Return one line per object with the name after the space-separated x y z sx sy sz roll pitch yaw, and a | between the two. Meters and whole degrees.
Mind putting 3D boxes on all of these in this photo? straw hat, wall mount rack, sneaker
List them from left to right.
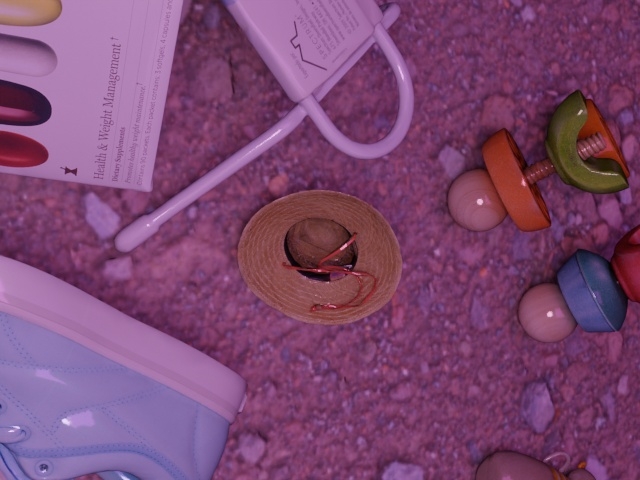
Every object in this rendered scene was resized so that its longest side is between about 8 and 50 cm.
-0.211 0.104 0.833 0.366 0.135 0.150 27 69 -30 | sneaker
-0.093 -0.172 0.945 0.304 0.130 0.350 -49 113 -31 | wall mount rack
0.000 0.000 1.029 0.144 0.144 0.061 42 27 -26 | straw hat

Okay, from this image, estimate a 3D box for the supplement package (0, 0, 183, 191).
-0.191 -0.158 0.761 0.203 0.194 0.149 7 47 -10 | supplement package

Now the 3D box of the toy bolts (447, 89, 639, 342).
0.235 -0.016 1.189 0.229 0.158 0.218 61 17 -5 | toy bolts

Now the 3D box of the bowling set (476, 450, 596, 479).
0.238 0.344 1.106 0.154 0.200 0.287 17 81 -35 | bowling set
